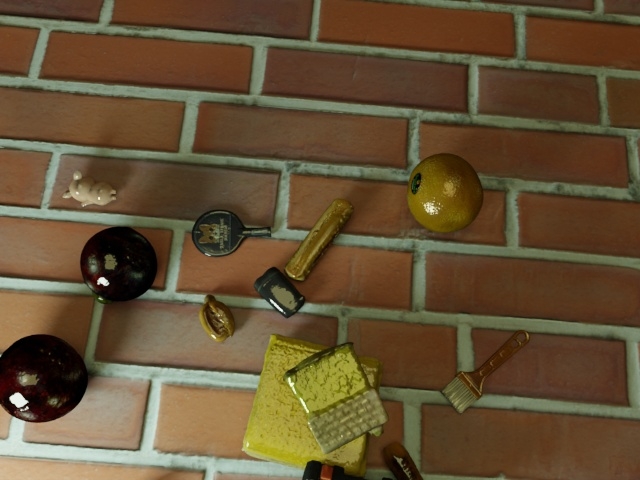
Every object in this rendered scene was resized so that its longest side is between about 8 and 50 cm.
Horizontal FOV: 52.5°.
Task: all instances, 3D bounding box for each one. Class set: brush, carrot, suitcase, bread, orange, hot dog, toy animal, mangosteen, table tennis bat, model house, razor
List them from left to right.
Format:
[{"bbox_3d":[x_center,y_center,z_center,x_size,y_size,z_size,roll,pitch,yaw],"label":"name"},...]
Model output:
[{"bbox_3d":[-0.745,0.376,1.685,0.261,0.235,0.235,-45,76,19],"label":"mangosteen"},{"bbox_3d":[-0.677,-0.149,1.922,0.150,0.089,0.083,11,68,-8],"label":"toy animal"},{"bbox_3d":[-0.565,0.068,1.801,0.216,0.216,0.216,1,71,-2],"label":"mangosteen"},{"bbox_3d":[-0.296,0.218,1.827,0.090,0.060,0.140,-34,82,-17],"label":"hot dog"},{"bbox_3d":[-0.264,-0.023,1.927,0.237,0.027,0.150,-1,71,0],"label":"table tennis bat"},{"bbox_3d":[-0.115,0.150,1.856,0.090,0.054,0.148,-43,77,-11],"label":"razor"},{"bbox_3d":[-0.014,0.441,1.716,0.333,0.143,0.323,15,72,3],"label":"bread"},{"bbox_3d":[-0.001,0.000,1.907,0.083,0.068,0.289,29,76,32],"label":"hot dog"},{"bbox_3d":[0.042,0.387,1.568,0.194,0.174,0.234,-26,72,-9],"label":"model house"},{"bbox_3d":[0.088,0.647,1.618,0.286,0.206,0.066,13,44,1],"label":"suitcase"},{"bbox_3d":[0.261,0.675,1.688,0.066,0.066,0.314,-27,75,-11],"label":"carrot"},{"bbox_3d":[0.360,-0.136,1.888,0.237,0.236,0.236,1,71,-2],"label":"orange"},{"bbox_3d":[0.477,0.356,1.831,0.314,0.017,0.090,-38,79,-14],"label":"brush"}]
